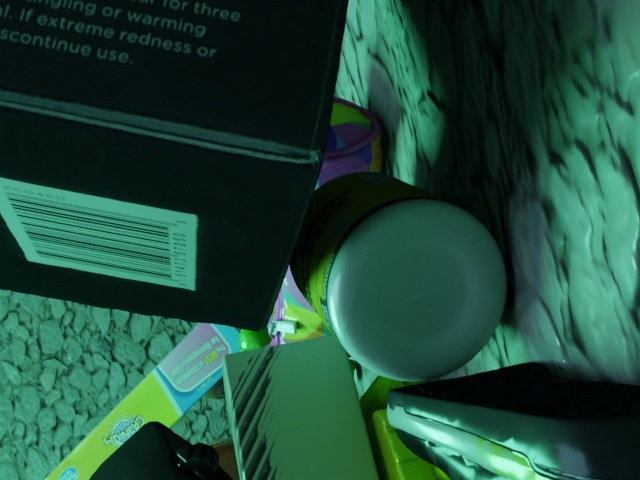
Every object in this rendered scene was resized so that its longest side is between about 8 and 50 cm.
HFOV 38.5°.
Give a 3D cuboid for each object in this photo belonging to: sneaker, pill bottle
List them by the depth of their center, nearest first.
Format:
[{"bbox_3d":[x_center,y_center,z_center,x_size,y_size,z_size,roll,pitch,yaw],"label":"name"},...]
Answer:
[{"bbox_3d":[0.091,0.113,0.414,0.235,0.084,0.097,166,95,-79],"label":"sneaker"},{"bbox_3d":[0.036,0.012,0.574,0.184,0.103,0.103,-139,43,-73],"label":"pill bottle"}]

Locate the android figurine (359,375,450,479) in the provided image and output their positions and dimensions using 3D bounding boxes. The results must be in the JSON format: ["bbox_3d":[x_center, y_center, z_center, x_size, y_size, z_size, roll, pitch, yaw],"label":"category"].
[{"bbox_3d":[0.071,0.213,0.659,0.273,0.056,0.248,105,156,-64],"label":"android figurine"}]

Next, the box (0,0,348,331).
[{"bbox_3d":[-0.089,-0.183,0.521,0.293,0.212,0.395,112,168,-70],"label":"box"}]

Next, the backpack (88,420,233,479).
[{"bbox_3d":[-0.071,0.382,0.803,0.355,0.273,0.290,42,-177,-31],"label":"backpack"}]

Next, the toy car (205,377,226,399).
[{"bbox_3d":[-0.139,0.211,1.382,0.149,0.188,0.155,-110,16,-49],"label":"toy car"}]

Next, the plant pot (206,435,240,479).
[{"bbox_3d":[-0.098,0.403,1.185,0.272,0.272,0.265,112,141,-69],"label":"plant pot"}]

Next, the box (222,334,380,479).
[{"bbox_3d":[-0.001,0.212,0.630,0.113,0.094,0.275,92,166,-53],"label":"box"}]

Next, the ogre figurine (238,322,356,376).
[{"bbox_3d":[-0.031,0.053,0.909,0.097,0.118,0.197,-124,27,-67],"label":"ogre figurine"}]

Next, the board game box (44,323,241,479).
[{"bbox_3d":[-0.184,0.188,1.177,0.064,0.316,0.242,45,-166,2],"label":"board game box"}]

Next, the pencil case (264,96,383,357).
[{"bbox_3d":[0.000,0.000,0.769,0.104,0.104,0.236,-113,19,-54],"label":"pencil case"}]
